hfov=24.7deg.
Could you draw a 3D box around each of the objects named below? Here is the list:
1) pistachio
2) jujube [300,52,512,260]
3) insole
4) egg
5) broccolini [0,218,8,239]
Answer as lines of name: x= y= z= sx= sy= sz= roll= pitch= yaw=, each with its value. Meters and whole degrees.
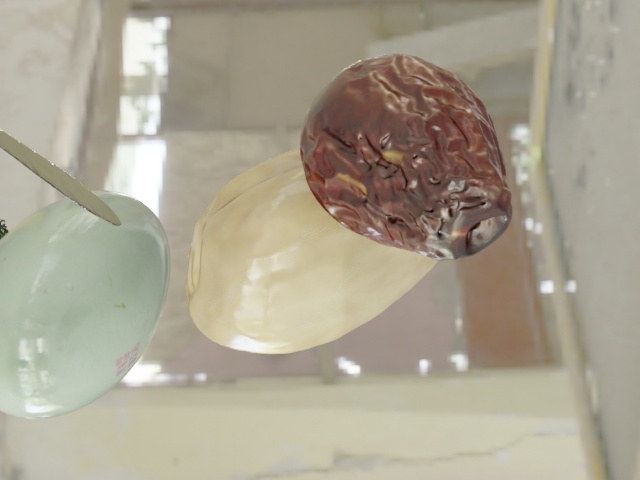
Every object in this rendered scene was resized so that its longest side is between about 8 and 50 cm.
pistachio: x=0.000 y=0.000 z=1.436 sx=0.187 sy=0.299 sz=0.187 roll=55 pitch=161 yaw=29
jujube: x=0.079 y=-0.065 z=1.264 sx=0.236 sy=0.168 sz=0.168 roll=-128 pitch=30 yaw=-50
insole: x=-0.259 y=-0.073 z=1.294 sx=0.232 sy=0.003 sz=0.080 roll=38 pitch=-172 yaw=-38
egg: x=-0.312 y=0.070 z=1.840 sx=0.371 sy=0.230 sz=0.230 roll=-59 pitch=-26 yaw=-49
broccolini: x=-0.404 y=0.053 z=2.013 sx=0.054 sy=0.051 sz=0.239 roll=-57 pitch=-41 yaw=-26
